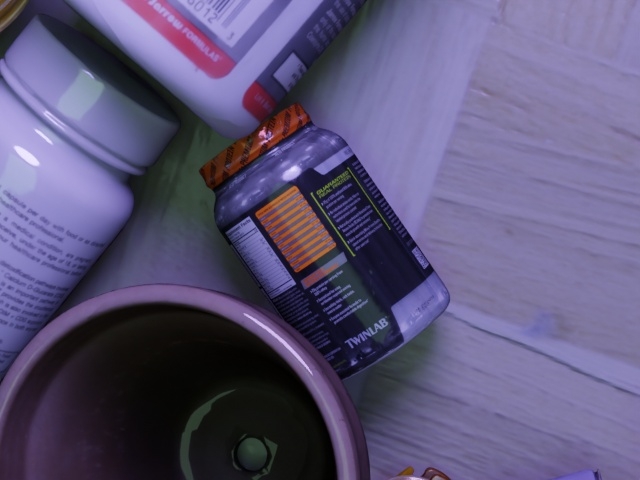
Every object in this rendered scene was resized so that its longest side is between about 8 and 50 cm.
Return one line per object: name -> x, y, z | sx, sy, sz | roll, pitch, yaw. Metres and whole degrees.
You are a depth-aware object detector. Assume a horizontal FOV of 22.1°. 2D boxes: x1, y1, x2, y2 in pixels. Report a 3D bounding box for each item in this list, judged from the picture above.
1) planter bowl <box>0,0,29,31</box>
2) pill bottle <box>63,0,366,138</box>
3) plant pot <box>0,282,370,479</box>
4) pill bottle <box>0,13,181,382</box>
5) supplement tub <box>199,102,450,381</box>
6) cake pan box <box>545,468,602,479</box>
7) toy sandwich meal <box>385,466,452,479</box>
planter bowl -> -0.293, -0.242, 1.234 | 0.217, 0.090, 0.217 | 1, 96, 6
pill bottle -> -0.018, -0.267, 1.137 | 0.210, 0.210, 0.363 | 41, 90, 0
plant pot -> -0.081, 0.163, 1.178 | 0.263, 0.229, 0.263 | -1, 88, 12
pill bottle -> -0.241, -0.018, 1.219 | 0.160, 0.160, 0.283 | 39, 99, 0
supplement tub -> 0.000, 0.000, 1.219 | 0.117, 0.117, 0.190 | -34, 92, 8
cake pan box -> 0.127, 0.330, 1.256 | 0.246, 0.070, 0.266 | -13, 103, 8
toy sandwich meal -> 0.073, 0.213, 1.281 | 0.086, 0.029, 0.085 | 2, 107, 8
